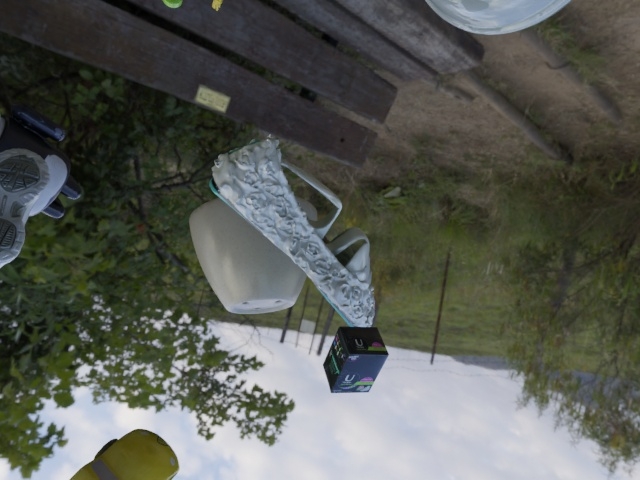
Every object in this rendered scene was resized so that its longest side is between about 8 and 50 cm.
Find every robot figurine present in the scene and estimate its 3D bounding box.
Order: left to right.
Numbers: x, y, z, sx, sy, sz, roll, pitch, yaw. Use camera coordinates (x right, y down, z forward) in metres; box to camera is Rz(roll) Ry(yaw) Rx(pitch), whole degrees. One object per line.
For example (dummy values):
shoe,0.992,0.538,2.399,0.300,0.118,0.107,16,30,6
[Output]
robot figurine,-0.653,-0.160,0.954,0.174,0.209,0.278,-8,150,28

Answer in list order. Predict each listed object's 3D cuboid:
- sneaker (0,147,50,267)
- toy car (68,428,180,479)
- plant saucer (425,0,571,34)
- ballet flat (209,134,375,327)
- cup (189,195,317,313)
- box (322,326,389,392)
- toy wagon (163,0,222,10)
sneaker,-0.531,-0.051,0.760,0.090,0.232,0.115,27,140,-34
toy car,-0.225,0.235,0.286,0.225,0.239,0.053,9,151,-4
plant saucer,0.249,-0.517,0.678,0.100,0.400,0.400,-27,-157,-31
ballet flat,0.000,0.000,0.736,0.409,0.147,0.147,48,161,-30
cup,-0.159,0.054,1.159,0.331,0.237,0.331,-7,161,-2
box,0.047,0.167,0.636,0.062,0.083,0.052,6,-146,-21
toy wagon,-0.393,-0.727,1.172,0.344,0.068,0.267,31,159,-9
